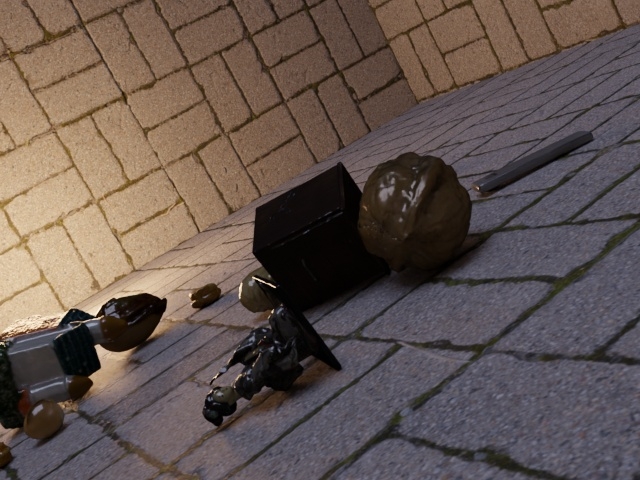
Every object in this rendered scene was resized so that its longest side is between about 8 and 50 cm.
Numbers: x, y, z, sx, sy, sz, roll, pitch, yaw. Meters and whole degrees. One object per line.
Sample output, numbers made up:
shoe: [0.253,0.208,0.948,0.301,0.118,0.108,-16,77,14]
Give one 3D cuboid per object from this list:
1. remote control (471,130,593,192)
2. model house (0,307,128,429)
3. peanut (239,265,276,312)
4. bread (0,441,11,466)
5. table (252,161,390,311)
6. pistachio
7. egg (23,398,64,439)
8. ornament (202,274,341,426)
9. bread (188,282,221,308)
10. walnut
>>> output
remote control: [0.434,-0.159,1.716,0.261,0.029,0.067,-26,10,-2]
model house: [-0.561,0.264,1.860,0.301,0.190,0.271,-17,13,1]
peanut: [-0.077,0.075,1.702,0.099,0.090,0.214,-7,22,44]
bread: [-0.636,0.418,1.596,0.083,0.044,0.111,-35,10,-39]
table: [0.000,0.000,1.545,0.193,0.169,0.172,-26,31,16]
pistachio: [-0.458,0.190,2.025,0.210,0.130,0.165,-26,3,-41]
egg: [-0.536,0.348,1.613,0.071,0.071,0.083,-19,26,40]
ornament: [-0.102,0.173,1.195,0.196,0.153,0.166,-40,12,-13]
bread: [-0.287,0.136,2.071,0.083,0.046,0.081,-29,5,3]
walnut: [0.159,-0.048,1.414,0.198,0.198,0.245,-23,18,24]
